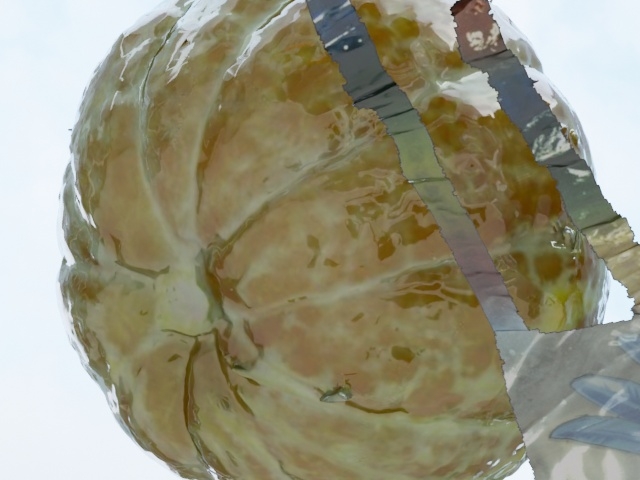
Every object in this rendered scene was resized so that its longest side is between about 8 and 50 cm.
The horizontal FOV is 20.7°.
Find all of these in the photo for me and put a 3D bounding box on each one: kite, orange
[{"bbox_3d":[0.117,0.017,0.527,0.169,0.015,0.310,-20,-54,15],"label":"kite"},{"bbox_3d":[0.000,0.000,0.973,0.329,0.249,0.329,14,-64,32],"label":"orange"}]
